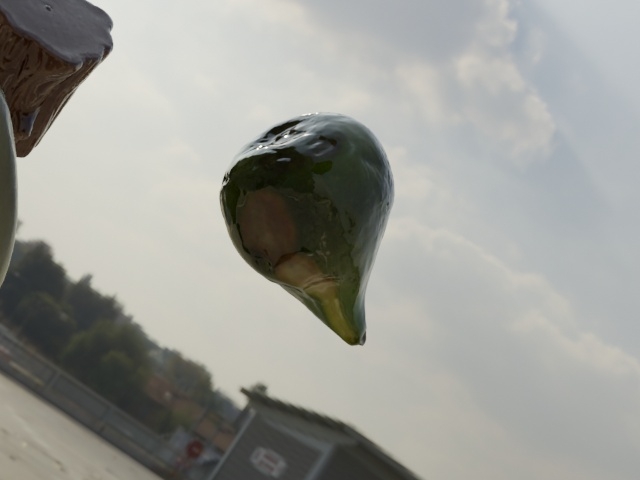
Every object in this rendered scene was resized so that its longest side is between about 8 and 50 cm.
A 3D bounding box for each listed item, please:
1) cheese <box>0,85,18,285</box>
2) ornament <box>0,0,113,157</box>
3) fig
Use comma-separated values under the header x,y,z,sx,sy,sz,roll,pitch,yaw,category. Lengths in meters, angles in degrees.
x,y,z,sx,sy,sz,roll,pitch,yaw,category
-0.447,-0.037,1.215,0.128,0.316,0.259,8,17,29,cheese
-0.430,-0.244,1.497,0.235,0.217,0.221,1,48,-48,ornament
0.000,0.000,1.214,0.206,0.206,0.275,16,-46,52,fig
